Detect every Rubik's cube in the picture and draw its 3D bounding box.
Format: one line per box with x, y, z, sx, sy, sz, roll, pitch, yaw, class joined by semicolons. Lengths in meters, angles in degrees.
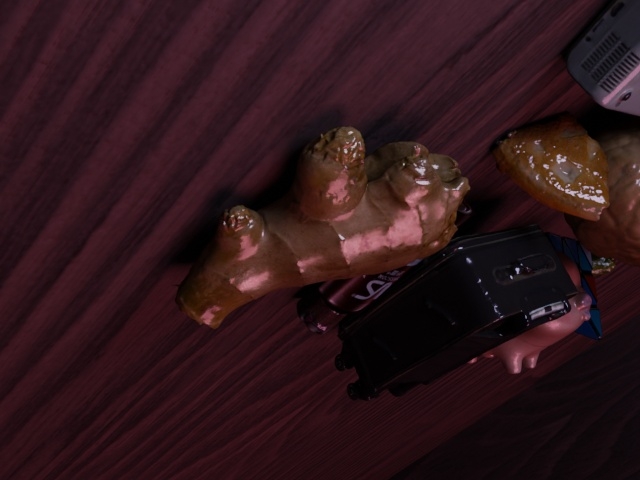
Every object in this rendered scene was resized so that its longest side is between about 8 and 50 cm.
0.530;0.142;1.516;0.234;0.250;0.284;-25;164;36;Rubik's cube

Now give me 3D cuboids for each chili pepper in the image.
0.713;0.064;1.641;0.203;0.073;0.072;-22;171;11;chili pepper

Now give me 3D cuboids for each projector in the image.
0.472;-0.264;0.835;0.250;0.108;0.198;-2;143;-41;projector

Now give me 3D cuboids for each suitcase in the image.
0.230;0.131;1.135;0.283;0.194;0.434;-10;158;-37;suitcase

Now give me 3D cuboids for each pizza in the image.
0.355;-0.126;0.953;0.062;0.182;0.161;92;21;-72;pizza

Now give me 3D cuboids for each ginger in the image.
0.002;-0.010;0.769;0.375;0.166;0.236;-26;162;-18;ginger

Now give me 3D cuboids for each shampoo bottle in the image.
0.088;0.032;0.995;0.323;0.084;0.129;-44;147;26;shampoo bottle

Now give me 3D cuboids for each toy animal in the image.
0.404;0.138;1.320;0.237;0.269;0.326;-13;-173;-43;toy animal

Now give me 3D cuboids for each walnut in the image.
0.552;-0.083;1.044;0.252;0.277;0.313;-68;157;-8;walnut
